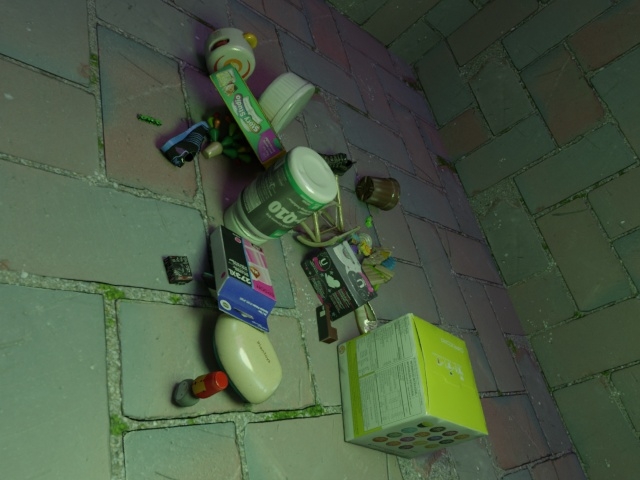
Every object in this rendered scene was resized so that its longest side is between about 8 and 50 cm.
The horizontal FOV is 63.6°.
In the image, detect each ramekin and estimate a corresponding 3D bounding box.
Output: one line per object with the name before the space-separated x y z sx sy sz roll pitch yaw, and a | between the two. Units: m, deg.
ramekin | -0.157 -0.572 2.130 0.127 0.273 0.273 42 34 -3

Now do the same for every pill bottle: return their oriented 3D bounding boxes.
pill bottle | -0.138 -0.128 1.676 0.204 0.361 0.204 32 41 -32

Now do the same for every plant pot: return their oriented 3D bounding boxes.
plant pot | 0.270 -0.237 2.487 0.165 0.167 0.166 9 55 -40

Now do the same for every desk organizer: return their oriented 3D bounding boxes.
desk organizer | 0.023 0.294 1.814 0.050 0.047 0.130 27 43 -40

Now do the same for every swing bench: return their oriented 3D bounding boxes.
swing bench | 0.002 -0.103 1.996 0.253 0.165 0.254 -22 88 -64

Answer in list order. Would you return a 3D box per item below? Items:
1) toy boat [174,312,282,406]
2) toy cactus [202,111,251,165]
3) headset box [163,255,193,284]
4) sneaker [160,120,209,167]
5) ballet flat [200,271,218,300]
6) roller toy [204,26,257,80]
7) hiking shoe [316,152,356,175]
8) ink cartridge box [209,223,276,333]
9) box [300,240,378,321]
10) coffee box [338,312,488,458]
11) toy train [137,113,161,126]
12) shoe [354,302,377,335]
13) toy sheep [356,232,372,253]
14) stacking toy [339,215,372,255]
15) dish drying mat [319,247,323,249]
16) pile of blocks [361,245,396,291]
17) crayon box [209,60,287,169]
toy boat | -0.246 0.336 1.373 0.267 0.148 0.318 63 26 1
toy cactus | -0.353 -0.346 1.849 0.180 0.112 0.218 -42 100 -38
headset box | -0.401 0.087 1.460 0.062 0.032 0.083 1 62 -51
sneaker | -0.434 -0.320 1.725 0.090 0.081 0.232 52 40 -12
ballet flat | -0.276 0.152 1.536 0.203 0.074 0.074 25 44 -46
roller toy | -0.362 -0.742 2.057 0.191 0.209 0.146 2 58 -28
hiking shoe | 0.062 -0.371 2.361 0.227 0.114 0.086 9 55 -49
ink cartridge box | -0.230 0.104 1.526 0.176 0.069 0.370 33 20 -31
box | 0.073 0.146 1.915 0.163 0.142 0.247 -19 78 -56
coffee box | 0.299 0.497 1.732 0.338 0.335 0.337 29 42 -36
toy train | -0.556 -0.393 1.681 0.083 0.017 0.023 11 44 -47
shoe | 0.178 0.299 1.995 0.077 0.058 0.218 4 59 -50
toy sheep | 0.181 0.010 2.221 0.091 0.091 0.132 56 15 -2
stacking toy | 0.138 0.013 2.087 0.052 0.167 0.221 43 35 -22
dish drying mat | 0.000 0.000 2.066 0.032 0.008 0.083 36 38 -29
pile of blocks | 0.226 0.138 2.125 0.149 0.112 0.362 28 28 14
crayon box | -0.241 -0.425 1.895 0.362 0.106 0.313 59 0 4
